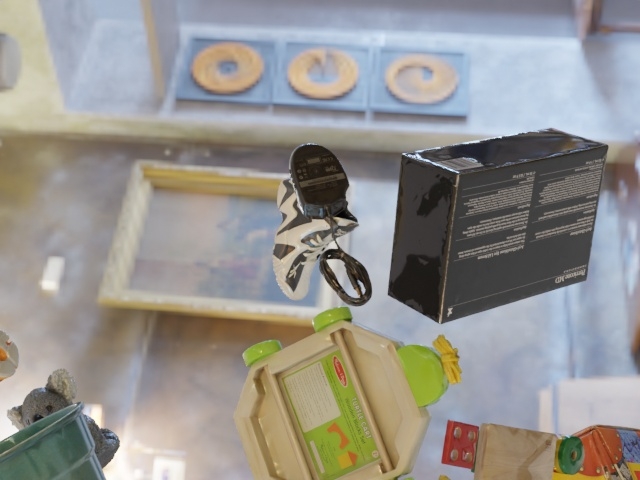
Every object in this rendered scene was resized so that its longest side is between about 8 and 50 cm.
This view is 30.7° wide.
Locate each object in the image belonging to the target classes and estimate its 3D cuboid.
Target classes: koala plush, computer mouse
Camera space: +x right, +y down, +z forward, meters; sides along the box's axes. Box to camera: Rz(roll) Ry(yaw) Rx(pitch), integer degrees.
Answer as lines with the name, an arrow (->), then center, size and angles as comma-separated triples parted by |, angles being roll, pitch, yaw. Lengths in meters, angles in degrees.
koala plush -> -0.543, 0.397, 2.428 | 0.196, 0.221, 0.203 | -44, -10, 8
computer mouse -> 0.013, -0.020, 1.483 | 0.041, 0.071, 0.242 | 103, 154, -60

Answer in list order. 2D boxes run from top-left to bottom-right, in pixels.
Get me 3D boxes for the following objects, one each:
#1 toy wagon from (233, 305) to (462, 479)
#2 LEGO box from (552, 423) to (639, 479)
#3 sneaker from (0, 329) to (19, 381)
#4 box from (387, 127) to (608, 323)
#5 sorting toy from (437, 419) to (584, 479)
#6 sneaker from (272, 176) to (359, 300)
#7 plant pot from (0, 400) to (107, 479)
toy wagon -> 0.045, 0.225, 1.562 | 0.068, 0.344, 0.267 | 13, -127, -62
LEGO box -> 0.297, 0.539, 1.681 | 0.193, 0.500, 0.372 | 17, -132, -49
sneaker -> -0.450, 0.111, 1.308 | 0.083, 0.215, 0.084 | -37, 28, 36
box -> 0.215, -0.024, 1.404 | 0.103, 0.261, 0.184 | 25, 119, 47
sorting toy -> 0.193, 0.270, 1.283 | 0.275, 0.046, 0.132 | 16, -101, -44
sneaker -> 0.000, 0.000, 2.169 | 0.094, 0.153, 0.234 | 3, -88, -60
plant pot -> -0.499, 0.516, 2.085 | 0.334, 0.341, 0.341 | 62, -174, -1
